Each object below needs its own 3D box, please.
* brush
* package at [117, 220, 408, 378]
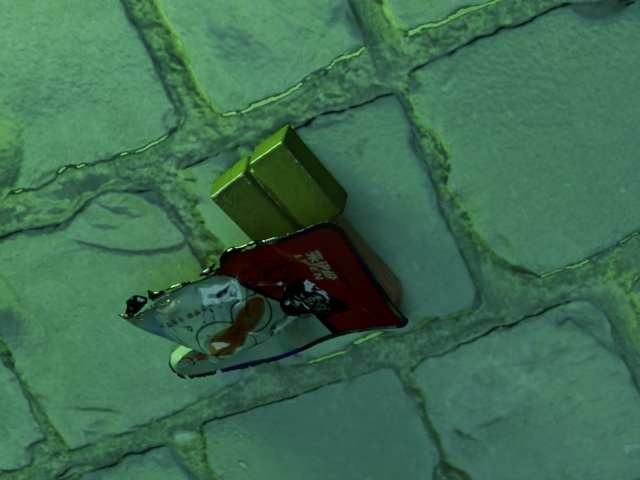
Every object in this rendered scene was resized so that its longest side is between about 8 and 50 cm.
[{"bbox_3d":[0.000,0.000,1.846,0.103,0.047,0.233,-35,109,20],"label":"brush"},{"bbox_3d":[-0.065,0.068,1.855,0.269,0.071,0.194,-23,145,16],"label":"package"}]
